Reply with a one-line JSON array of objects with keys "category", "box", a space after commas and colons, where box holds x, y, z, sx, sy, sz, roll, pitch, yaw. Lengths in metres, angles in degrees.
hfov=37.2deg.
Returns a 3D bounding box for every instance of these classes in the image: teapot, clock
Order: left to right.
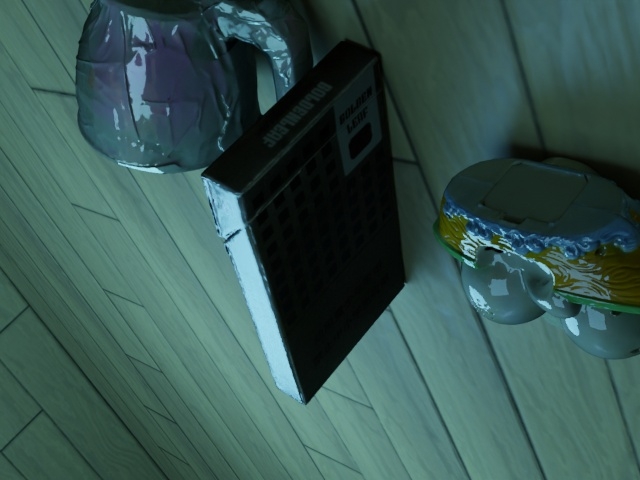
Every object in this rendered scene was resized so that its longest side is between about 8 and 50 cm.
[{"category": "teapot", "box": [-0.119, -0.151, 0.832, 0.221, 0.163, 0.178, 40, 142, 30]}, {"category": "clock", "box": [0.183, 0.017, 0.728, 0.231, 0.103, 0.144, 21, 148, 43]}]

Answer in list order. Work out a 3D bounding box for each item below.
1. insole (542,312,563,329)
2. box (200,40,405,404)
[{"category": "insole", "box": [0.256, 0.065, 0.799, 0.192, 0.010, 0.063, -1, 130, 55]}, {"category": "box", "box": [0.001, -0.001, 0.869, 0.047, 0.180, 0.325, 28, 151, 29]}]
